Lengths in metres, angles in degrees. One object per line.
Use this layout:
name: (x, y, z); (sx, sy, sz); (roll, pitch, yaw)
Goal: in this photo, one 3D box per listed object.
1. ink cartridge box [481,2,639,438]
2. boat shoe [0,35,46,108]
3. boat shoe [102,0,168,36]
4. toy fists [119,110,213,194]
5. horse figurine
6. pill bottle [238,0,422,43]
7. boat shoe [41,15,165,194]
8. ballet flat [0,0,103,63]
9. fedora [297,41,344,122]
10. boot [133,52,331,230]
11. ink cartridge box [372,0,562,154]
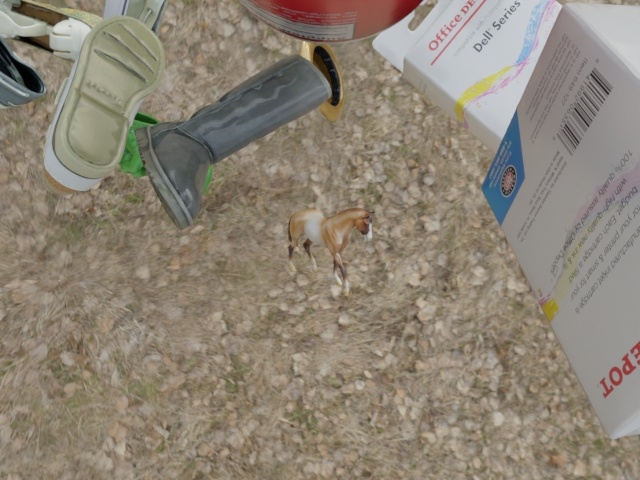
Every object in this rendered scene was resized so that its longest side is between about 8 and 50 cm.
ink cartridge box: (0.246, -0.018, 0.365); (0.168, 0.171, 0.232); (-1, 48, -11)
boat shoe: (-0.596, -0.365, 0.963); (0.099, 0.319, 0.116); (-1, 55, 10)
boat shoe: (-0.359, -0.368, 1.056); (0.094, 0.302, 0.109); (27, 56, -9)
toy fists: (-0.381, -0.196, 1.307); (0.279, 0.096, 0.142); (24, 115, 6)
horse figurine: (0.000, 0.000, 1.144); (0.066, 0.263, 0.174); (-16, 114, -37)
pill bottle: (0.007, -0.275, 0.404); (0.229, 0.407, 0.228); (0, 101, 2)
boat shoe: (-0.302, -0.191, 0.753); (0.113, 0.103, 0.302); (38, 42, -31)
ballet flat: (-0.588, -0.451, 1.198); (0.349, 0.123, 0.123); (18, 78, -8)
fedora: (-0.018, -0.321, 1.118); (0.194, 0.079, 0.194); (-7, 90, -66)
boot: (-0.082, -0.112, 0.583); (0.209, 0.189, 0.076); (-22, 136, -10)
ink cartridge box: (0.271, -0.286, 0.873); (0.353, 0.119, 0.207); (40, 97, 3)
